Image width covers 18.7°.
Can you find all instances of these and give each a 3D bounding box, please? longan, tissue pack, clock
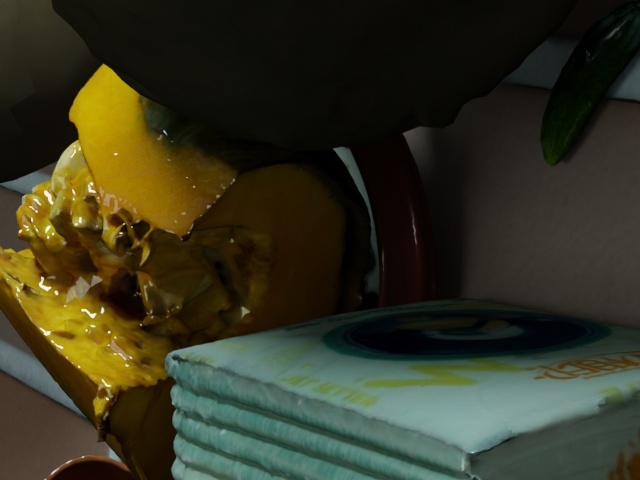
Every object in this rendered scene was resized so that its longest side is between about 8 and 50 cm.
[{"bbox_3d":[0.006,-0.254,1.315,0.404,0.436,0.404,24,134,28],"label":"longan"},{"bbox_3d":[0.100,0.141,1.299,0.388,0.287,0.162,9,106,58],"label":"tissue pack"},{"bbox_3d":[-0.357,-0.248,1.976,0.404,0.336,0.404,-11,68,28],"label":"longan"},{"bbox_3d":[0.000,0.000,1.649,0.318,0.080,0.318,18,112,54],"label":"clock"}]

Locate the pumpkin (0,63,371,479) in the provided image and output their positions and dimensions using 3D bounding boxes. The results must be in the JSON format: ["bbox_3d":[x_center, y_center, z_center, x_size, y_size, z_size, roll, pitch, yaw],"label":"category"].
[{"bbox_3d":[-0.109,0.022,1.507,0.225,0.256,0.303,41,100,32],"label":"pumpkin"}]

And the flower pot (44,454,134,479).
[{"bbox_3d":[-0.240,0.325,1.976,0.173,0.190,0.191,139,124,-66],"label":"flower pot"}]

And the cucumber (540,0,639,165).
[{"bbox_3d":[0.192,-0.119,1.379,0.039,0.039,0.168,64,142,34],"label":"cucumber"}]
